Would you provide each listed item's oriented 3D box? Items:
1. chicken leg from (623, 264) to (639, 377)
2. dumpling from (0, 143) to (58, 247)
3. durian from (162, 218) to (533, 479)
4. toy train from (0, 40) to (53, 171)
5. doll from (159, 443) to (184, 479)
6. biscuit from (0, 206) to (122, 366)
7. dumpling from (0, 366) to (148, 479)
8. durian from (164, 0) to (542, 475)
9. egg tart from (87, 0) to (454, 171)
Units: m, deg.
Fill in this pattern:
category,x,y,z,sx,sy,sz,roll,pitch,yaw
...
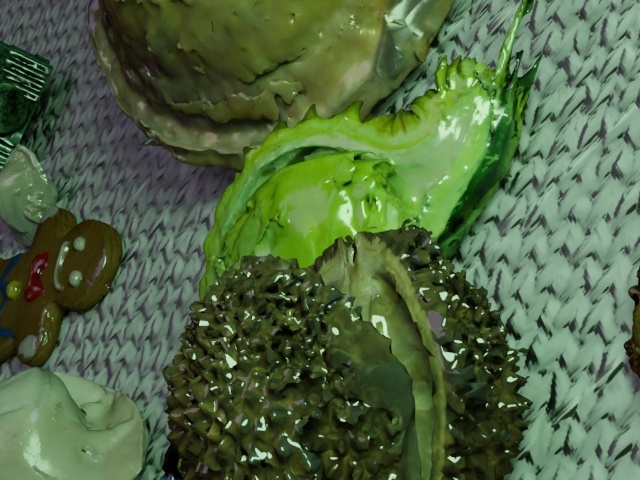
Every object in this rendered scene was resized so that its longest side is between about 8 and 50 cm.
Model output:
category,x,y,z,sx,sy,sz,roll,pitch,yaw
chicken leg,0.160,0.061,0.809,0.062,0.037,0.145,119,158,-46
dumpling,-0.242,-0.034,1.448,0.076,0.052,0.057,-61,30,1
durian,0.016,0.091,0.877,0.196,0.196,0.167,-63,22,-5
toy train,-0.382,-0.132,1.612,0.330,0.178,0.138,4,67,57
doll,-0.094,0.186,1.024,0.195,0.096,0.070,-45,0,11
biscuit,-0.224,0.037,1.384,0.205,0.031,0.138,-22,50,43
dumpling,-0.195,0.140,1.187,0.199,0.118,0.136,-3,42,23
durian,0.004,0.001,1.017,0.375,0.107,0.132,-53,32,20
egg tart,-0.044,-0.222,1.177,0.352,0.150,0.352,-14,66,34
